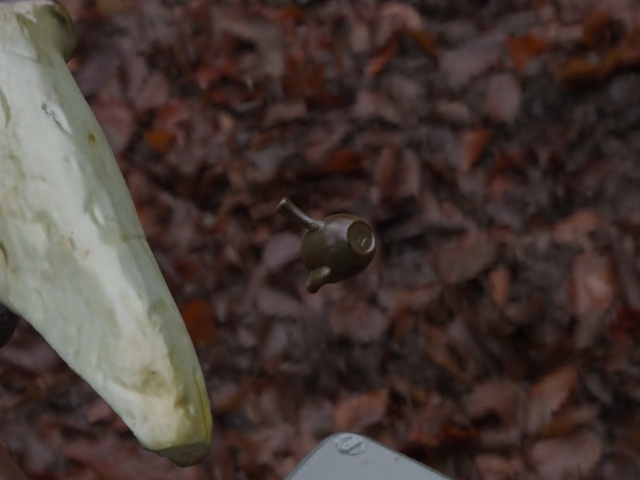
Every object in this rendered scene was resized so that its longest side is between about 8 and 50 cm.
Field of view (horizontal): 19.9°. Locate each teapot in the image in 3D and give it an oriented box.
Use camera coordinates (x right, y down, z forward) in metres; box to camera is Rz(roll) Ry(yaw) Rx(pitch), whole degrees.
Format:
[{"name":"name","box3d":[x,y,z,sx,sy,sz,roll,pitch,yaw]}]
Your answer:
[{"name":"teapot","box3d":[0.000,0.000,1.860,0.080,0.110,0.085,-24,29,50]}]

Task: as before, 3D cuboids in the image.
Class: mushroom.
[{"name":"mushroom","box3d":[-0.160,-0.008,1.092,0.107,0.087,0.333,-25,67,6]}]

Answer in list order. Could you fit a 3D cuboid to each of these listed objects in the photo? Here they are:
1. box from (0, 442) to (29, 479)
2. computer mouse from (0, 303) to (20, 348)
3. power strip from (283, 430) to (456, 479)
[{"name":"box","box3d":[-0.343,0.331,1.510,0.239,0.339,0.229,-33,85,-41]},{"name":"computer mouse","box3d":[-0.296,0.065,1.606,0.047,0.079,0.135,11,9,18]},{"name":"power strip","box3d":[0.070,0.239,1.146,0.265,0.059,0.193,25,43,21]}]
